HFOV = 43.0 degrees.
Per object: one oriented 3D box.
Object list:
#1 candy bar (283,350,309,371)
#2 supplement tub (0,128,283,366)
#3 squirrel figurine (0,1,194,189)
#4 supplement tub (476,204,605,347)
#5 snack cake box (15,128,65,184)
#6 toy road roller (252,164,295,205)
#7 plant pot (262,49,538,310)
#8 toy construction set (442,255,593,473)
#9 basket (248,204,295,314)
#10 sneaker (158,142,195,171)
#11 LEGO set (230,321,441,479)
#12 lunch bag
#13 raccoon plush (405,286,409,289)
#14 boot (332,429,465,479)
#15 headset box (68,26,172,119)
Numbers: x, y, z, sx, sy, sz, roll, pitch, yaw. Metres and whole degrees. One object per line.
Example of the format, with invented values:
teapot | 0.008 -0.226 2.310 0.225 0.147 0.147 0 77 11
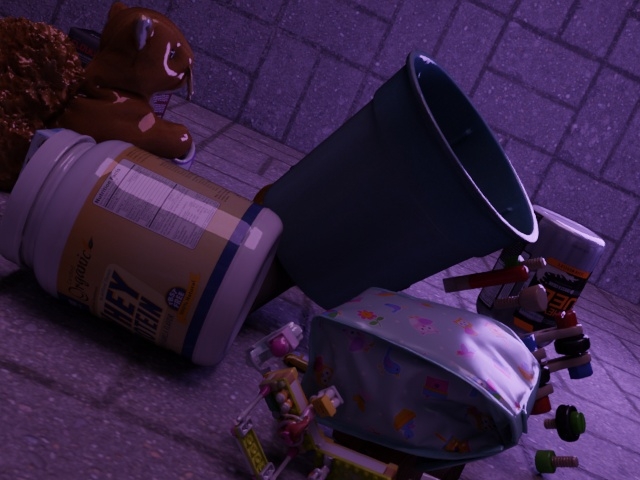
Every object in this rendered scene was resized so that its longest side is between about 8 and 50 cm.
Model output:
candy bar | 0.018 0.205 1.211 0.161 0.018 0.040 26 10 7
supplement tub | -0.232 0.006 1.076 0.316 0.228 0.228 25 13 1
squirrel figurine | -0.410 -0.249 1.422 0.396 0.371 0.281 18 15 -28
supplement tub | 0.470 0.098 1.790 0.193 0.316 0.193 23 14 -6
snack cake box | -0.338 -0.051 1.266 0.264 0.152 0.089 27 14 9
toy road roller | 0.000 0.000 1.609 0.329 0.203 0.240 25 24 23
plant pot | 0.109 -0.067 1.295 0.341 0.334 0.341 43 28 -30
toy construction set | 0.277 0.175 1.312 0.237 0.309 0.257 -11 26 36
basket | -0.132 0.040 1.311 0.204 0.154 0.227 13 16 9
sneaker | -0.314 -0.164 1.736 0.102 0.161 0.282 19 13 -19
LEGO set | 0.002 0.236 0.889 0.287 0.132 0.107 49 33 1
lunch bag | 0.134 0.168 0.997 0.262 0.160 0.223 16 13 19
raccoon plush | 0.148 -0.093 1.867 0.216 0.299 0.446 42 -1 -40
boot | 0.115 0.260 1.067 0.152 0.073 0.197 26 10 24
headset box | -0.445 -0.290 1.691 0.218 0.293 0.110 28 13 11
